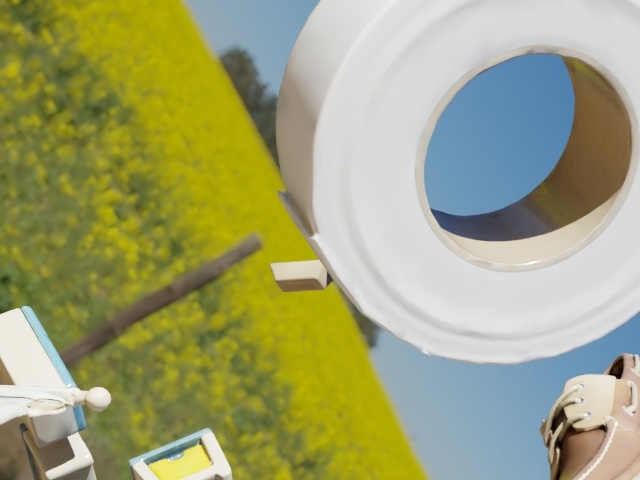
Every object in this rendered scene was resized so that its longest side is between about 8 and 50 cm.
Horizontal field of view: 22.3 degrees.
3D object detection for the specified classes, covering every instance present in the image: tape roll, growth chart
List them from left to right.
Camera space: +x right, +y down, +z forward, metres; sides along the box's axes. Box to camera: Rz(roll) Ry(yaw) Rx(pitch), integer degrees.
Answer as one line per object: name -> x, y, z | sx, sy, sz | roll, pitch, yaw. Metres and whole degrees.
growth chart -> -0.264, 0.119, 0.956 | 0.237, 0.172, 0.021 | -20, 105, -53
tape roll -> 0.116, -0.065, 1.046 | 0.286, 0.286, 0.100 | 62, -3, -26

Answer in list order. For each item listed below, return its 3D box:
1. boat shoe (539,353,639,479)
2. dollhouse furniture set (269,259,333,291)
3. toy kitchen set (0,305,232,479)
boat shoe -> 0.238, 0.180, 1.388 | 0.116, 0.123, 0.324 | 42, 24, 12
dollhouse furniture set -> 0.000, 0.000, 1.644 | 0.091, 0.114, 0.081 | 56, 40, -43
toy kitchen set -> -0.177, 0.150, 1.401 | 0.122, 0.166, 0.207 | 48, -27, 46
